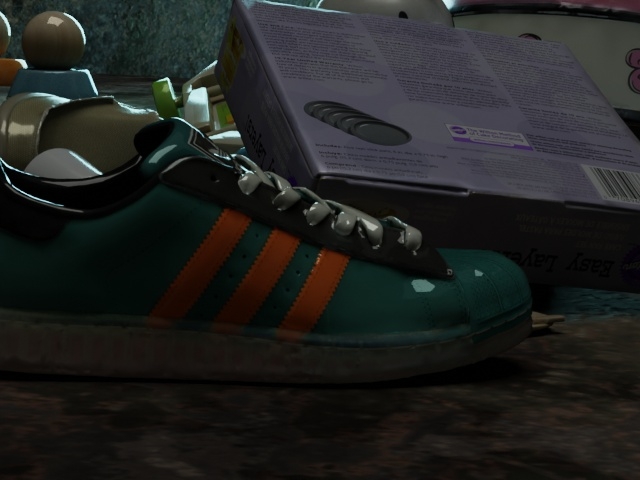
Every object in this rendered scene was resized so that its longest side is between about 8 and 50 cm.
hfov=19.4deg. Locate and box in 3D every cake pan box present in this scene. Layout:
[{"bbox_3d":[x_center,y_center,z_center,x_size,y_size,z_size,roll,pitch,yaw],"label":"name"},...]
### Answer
[{"bbox_3d":[0.083,-0.065,1.203,0.267,0.070,0.245,5,32,-21],"label":"cake pan box"}]

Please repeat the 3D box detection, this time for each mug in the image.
[{"bbox_3d":[-0.173,-0.032,1.375,0.078,0.062,0.064,-12,23,-38],"label":"mug"}]

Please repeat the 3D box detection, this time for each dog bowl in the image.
[{"bbox_3d":[0.286,-0.172,1.942,0.408,0.150,0.408,7,-2,0],"label":"dog bowl"}]

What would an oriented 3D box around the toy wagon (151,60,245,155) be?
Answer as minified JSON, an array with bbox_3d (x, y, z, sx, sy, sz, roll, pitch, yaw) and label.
[{"bbox_3d":[-0.026,-0.127,1.818,0.267,0.068,0.344,-17,26,2],"label":"toy wagon"}]

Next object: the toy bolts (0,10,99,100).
[{"bbox_3d":[-0.324,-0.146,1.791,0.229,0.158,0.218,8,9,34],"label":"toy bolts"}]

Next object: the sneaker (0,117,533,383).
[{"bbox_3d":[-0.038,0.002,0.918,0.302,0.121,0.108,1,8,-12],"label":"sneaker"}]

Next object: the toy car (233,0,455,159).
[{"bbox_3d":[0.063,-0.118,1.408,0.210,0.237,0.219,9,11,42],"label":"toy car"}]

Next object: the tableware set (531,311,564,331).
[{"bbox_3d":[0.053,0.033,1.097,0.141,0.020,0.169,0,8,-17],"label":"tableware set"}]

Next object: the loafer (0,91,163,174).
[{"bbox_3d":[-0.174,-0.071,1.500,0.092,0.101,0.268,-1,5,21],"label":"loafer"}]
